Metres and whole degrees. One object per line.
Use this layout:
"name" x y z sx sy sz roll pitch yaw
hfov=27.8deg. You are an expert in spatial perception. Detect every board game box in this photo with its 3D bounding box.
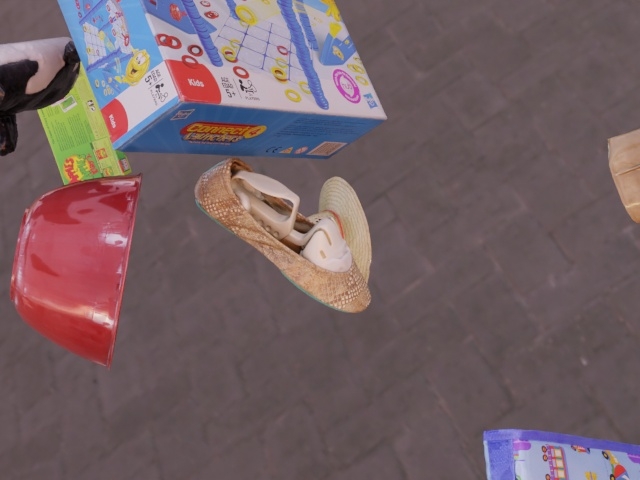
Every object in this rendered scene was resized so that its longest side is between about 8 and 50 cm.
"board game box" -0.108 -0.228 1.196 0.086 0.308 0.301 -32 74 32
"board game box" -0.353 -0.169 1.890 0.092 0.181 0.043 -17 8 12

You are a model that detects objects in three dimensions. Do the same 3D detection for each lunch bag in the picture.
"lunch bag" 0.268 0.328 1.415 0.138 0.293 0.220 -15 68 32

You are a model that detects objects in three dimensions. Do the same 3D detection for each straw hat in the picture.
"straw hat" 0.000 0.000 1.435 0.061 0.144 0.144 -14 25 -21

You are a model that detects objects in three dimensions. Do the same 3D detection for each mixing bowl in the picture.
"mixing bowl" -0.221 0.019 1.160 0.181 0.098 0.181 -170 90 -81

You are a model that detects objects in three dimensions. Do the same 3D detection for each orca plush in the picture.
"orca plush" -0.279 -0.129 1.185 0.151 0.102 0.287 -8 11 -6

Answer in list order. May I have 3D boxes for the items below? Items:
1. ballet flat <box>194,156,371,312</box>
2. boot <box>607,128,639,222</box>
"ballet flat" -0.027 -0.007 1.244 0.067 0.206 0.073 -51 8 38
"boot" 0.524 -0.175 1.818 0.270 0.236 0.089 -22 -7 34
